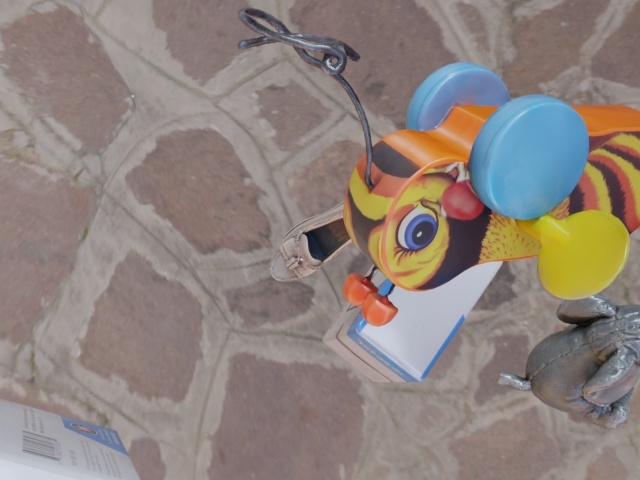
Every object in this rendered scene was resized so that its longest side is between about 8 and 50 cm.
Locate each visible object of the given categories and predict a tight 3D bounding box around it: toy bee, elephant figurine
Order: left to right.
[{"bbox_3d":[0.078,-0.029,0.493,0.299,0.195,0.162,14,111,-9],"label":"toy bee"},{"bbox_3d":[0.385,0.136,1.057,0.169,0.239,0.186,39,60,15],"label":"elephant figurine"}]

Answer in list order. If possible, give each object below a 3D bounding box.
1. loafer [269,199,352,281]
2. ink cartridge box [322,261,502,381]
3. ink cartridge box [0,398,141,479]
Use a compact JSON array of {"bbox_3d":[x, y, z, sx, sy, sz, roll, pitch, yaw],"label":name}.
[{"bbox_3d":[0.000,0.000,0.707,0.125,0.039,0.045,-34,98,23],"label":"loafer"},{"bbox_3d":[0.088,0.068,0.847,0.086,0.203,0.148,37,76,-2],"label":"ink cartridge box"},{"bbox_3d":[-0.434,0.275,0.924,0.395,0.285,0.166,23,83,-20],"label":"ink cartridge box"}]
